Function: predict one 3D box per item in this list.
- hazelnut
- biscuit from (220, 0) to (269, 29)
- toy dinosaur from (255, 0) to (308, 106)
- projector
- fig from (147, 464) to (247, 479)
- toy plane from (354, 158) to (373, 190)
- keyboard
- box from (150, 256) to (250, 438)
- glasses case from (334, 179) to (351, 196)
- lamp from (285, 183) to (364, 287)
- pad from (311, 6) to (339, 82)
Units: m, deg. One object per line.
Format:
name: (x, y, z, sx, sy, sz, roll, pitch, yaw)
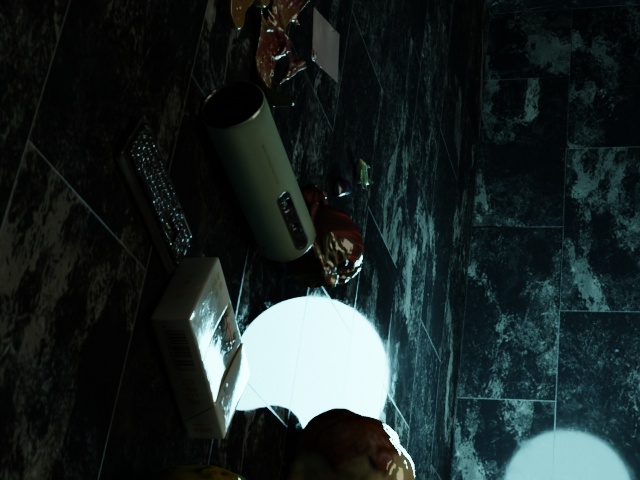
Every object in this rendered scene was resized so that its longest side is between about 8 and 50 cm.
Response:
hazelnut: (0.045, 0.452, 2.125, 0.241, 0.261, 0.261, 1, 89, -41)
biscuit: (-0.118, -0.444, 1.821, 0.205, 0.031, 0.138, -58, 144, -38)
toy dinosaur: (-0.047, -0.360, 1.964, 0.327, 0.113, 0.206, -58, 144, -57)
projector: (-0.098, -0.106, 1.806, 0.337, 0.108, 0.108, 69, 27, -48)
fig: (-0.164, 0.404, 1.447, 0.207, 0.207, 0.230, -58, 167, -60)
toy plane: (0.097, -0.157, 2.550, 0.080, 0.033, 0.083, -71, 147, -45)
keyboard: (-0.226, -0.062, 1.530, 0.230, 0.025, 0.093, 73, 26, -43)
box: (-0.173, 0.161, 1.624, 0.149, 0.067, 0.233, -66, 151, -51)
glasses case: (0.051, -0.115, 2.415, 0.083, 0.023, 0.033, -19, 110, -72)
lamp: (0.012, 0.001, 2.081, 0.215, 0.151, 0.223, 67, 26, -60)
pad: (0.013, -0.413, 2.330, 0.188, 0.006, 0.113, 25, 65, -71)
